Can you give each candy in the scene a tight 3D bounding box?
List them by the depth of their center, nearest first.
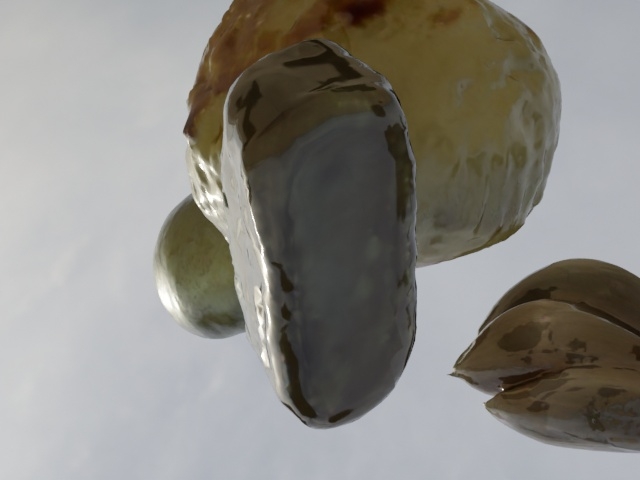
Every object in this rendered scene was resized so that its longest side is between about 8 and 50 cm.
[{"bbox_3d":[0.000,0.000,0.659,0.102,0.233,0.104,-17,-146,-14],"label":"candy"}]

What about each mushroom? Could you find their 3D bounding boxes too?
[{"bbox_3d":[-0.084,0.020,1.614,0.352,0.260,0.352,-25,-170,5],"label":"mushroom"}]

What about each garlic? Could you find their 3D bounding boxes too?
[{"bbox_3d":[0.332,0.133,1.319,0.325,0.132,0.279,15,-144,3],"label":"garlic"}]

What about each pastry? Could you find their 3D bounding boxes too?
[{"bbox_3d":[0.044,-0.126,1.084,0.389,0.312,0.388,-10,-174,1],"label":"pastry"}]
